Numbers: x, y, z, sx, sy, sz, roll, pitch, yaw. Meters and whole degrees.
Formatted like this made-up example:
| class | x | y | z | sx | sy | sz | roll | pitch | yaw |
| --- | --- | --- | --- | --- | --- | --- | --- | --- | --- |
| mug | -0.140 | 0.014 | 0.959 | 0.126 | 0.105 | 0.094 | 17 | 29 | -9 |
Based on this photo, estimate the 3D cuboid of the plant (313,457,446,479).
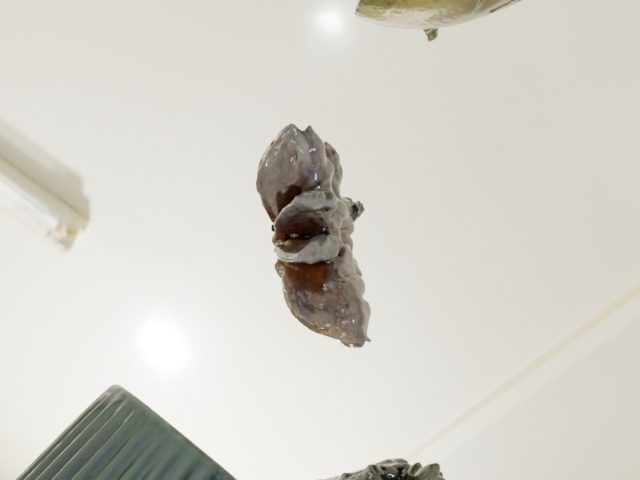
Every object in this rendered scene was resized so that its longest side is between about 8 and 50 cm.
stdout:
| class | x | y | z | sx | sy | sz | roll | pitch | yaw |
| --- | --- | --- | --- | --- | --- | --- | --- | --- | --- |
| plant | 0.057 | 0.271 | 0.886 | 0.129 | 0.194 | 0.132 | 15 | -119 | -72 |

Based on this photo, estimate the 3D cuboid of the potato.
| class | x | y | z | sx | sy | sz | roll | pitch | yaw |
| --- | --- | --- | --- | --- | --- | --- | --- | --- | --- |
| potato | 0.163 | -0.272 | 0.884 | 0.116 | 0.239 | 0.299 | 49 | -122 | -3 |

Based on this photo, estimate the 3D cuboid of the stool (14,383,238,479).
| class | x | y | z | sx | sy | sz | roll | pitch | yaw |
| --- | --- | --- | --- | --- | --- | --- | --- | --- | --- |
| stool | -0.228 | 0.355 | 0.995 | 0.297 | 0.330 | 0.297 | 37 | 164 | 12 |

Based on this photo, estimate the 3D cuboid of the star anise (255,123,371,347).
| class | x | y | z | sx | sy | sz | roll | pitch | yaw |
| --- | --- | --- | --- | --- | --- | --- | --- | --- | --- |
| star anise | 0.000 | 0.000 | 0.945 | 0.229 | 0.093 | 0.236 | 66 | -169 | -52 |
